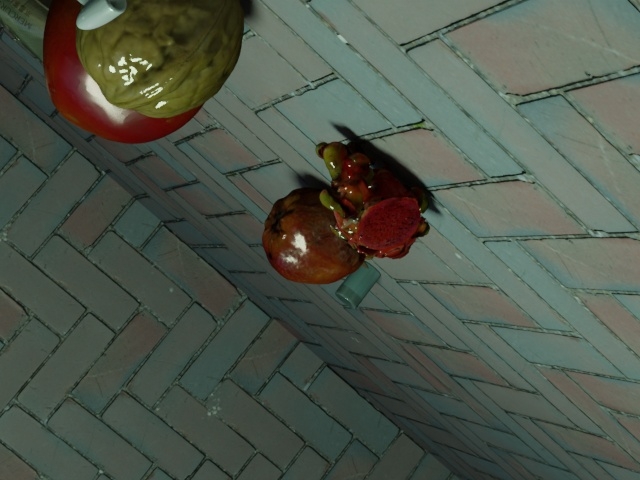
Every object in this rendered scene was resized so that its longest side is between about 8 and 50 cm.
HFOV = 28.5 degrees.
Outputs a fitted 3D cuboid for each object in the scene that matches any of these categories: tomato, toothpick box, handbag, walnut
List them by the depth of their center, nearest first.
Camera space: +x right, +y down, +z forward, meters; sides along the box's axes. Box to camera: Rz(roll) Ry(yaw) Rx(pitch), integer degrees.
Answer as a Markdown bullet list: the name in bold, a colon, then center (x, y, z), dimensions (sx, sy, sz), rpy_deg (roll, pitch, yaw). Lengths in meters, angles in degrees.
- **walnut**: center (-0.211, -0.270, 1.650), dimensions (0.228, 0.228, 0.228), rpy_deg (37, 168, 9)
- **tomato**: center (-0.307, -0.271, 1.925), dimensions (0.298, 0.226, 0.298), rpy_deg (35, 164, 12)
- **handbag**: center (-0.541, -0.421, 2.325), dimensions (0.270, 0.117, 0.182), rpy_deg (39, 155, 0)
- **toothpick box**: center (0.072, 0.086, 2.436), dimensions (0.052, 0.083, 0.052), rpy_deg (37, 168, 9)

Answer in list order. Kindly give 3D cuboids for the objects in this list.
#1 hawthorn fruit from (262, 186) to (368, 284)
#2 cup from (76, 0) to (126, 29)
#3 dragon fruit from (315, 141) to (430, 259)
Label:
- **hawthorn fruit**: center (-0.011, -0.008, 2.185), dimensions (0.173, 0.179, 0.173), rpy_deg (36, 131, 57)
- **cup**: center (-0.299, -0.406, 1.508), dimensions (0.173, 0.167, 0.299), rpy_deg (-22, 87, 43)
- **dragon fruit**: center (0.065, -0.064, 1.832), dimensions (0.207, 0.133, 0.150), rpy_deg (50, 172, 1)
